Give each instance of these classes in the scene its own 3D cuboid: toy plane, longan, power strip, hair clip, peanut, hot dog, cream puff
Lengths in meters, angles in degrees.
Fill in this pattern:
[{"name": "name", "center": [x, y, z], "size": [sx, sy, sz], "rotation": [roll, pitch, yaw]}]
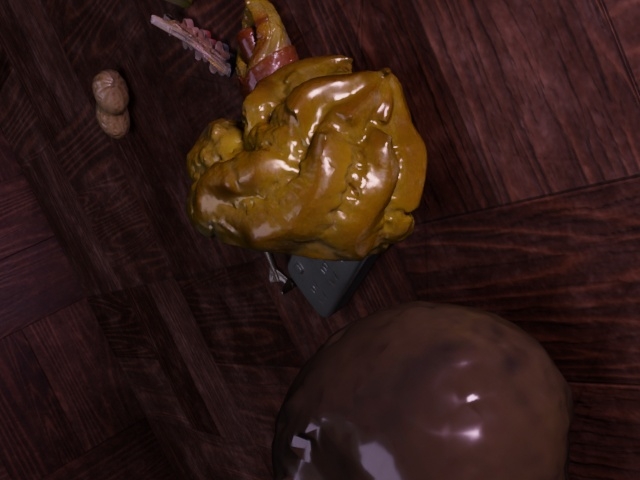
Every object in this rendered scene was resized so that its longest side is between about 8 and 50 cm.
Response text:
[{"name": "toy plane", "center": [-0.121, -0.037, 1.501], "size": [0.108, 0.092, 0.286], "rotation": [-11, 104, 34]}, {"name": "longan", "center": [0.127, 0.294, 1.072], "size": [0.404, 0.404, 0.436], "rotation": [30, 142, 44]}, {"name": "power strip", "center": [-0.001, 0.000, 1.354], "size": [0.193, 0.059, 0.265], "rotation": [52, 151, 16]}, {"name": "hair clip", "center": [-0.211, -0.341, 1.411], "size": [0.214, 0.056, 0.062], "rotation": [36, 127, 24]}, {"name": "peanut", "center": [-0.468, -0.303, 1.827], "size": [0.082, 0.082, 0.187], "rotation": [49, 149, 23]}, {"name": "hot dog", "center": [-0.076, -0.236, 1.235], "size": [0.123, 0.093, 0.261], "rotation": [-12, 104, 61]}, {"name": "cream puff", "center": [-0.019, -0.121, 1.077], "size": [0.324, 0.291, 0.257], "rotation": [-137, 56, -64]}]

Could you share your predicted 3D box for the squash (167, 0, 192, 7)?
[{"name": "squash", "center": [-0.272, -0.543, 1.362], "size": [0.093, 0.169, 0.252], "rotation": [1, 82, 55]}]
